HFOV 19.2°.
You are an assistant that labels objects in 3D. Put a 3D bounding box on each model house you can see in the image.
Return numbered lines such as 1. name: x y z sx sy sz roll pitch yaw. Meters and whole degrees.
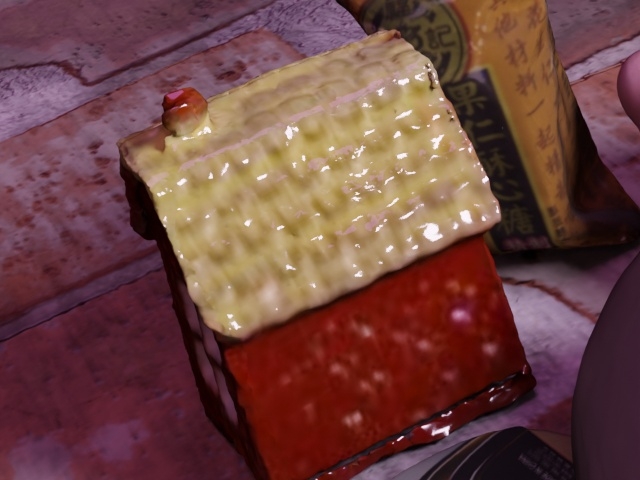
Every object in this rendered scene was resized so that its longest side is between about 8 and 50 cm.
1. model house: 0.000 0.000 1.140 0.196 0.254 0.160 -25 34 -10

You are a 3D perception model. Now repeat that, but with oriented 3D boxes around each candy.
1. candy: 0.106 -0.093 1.225 0.143 0.271 0.101 -6 44 26

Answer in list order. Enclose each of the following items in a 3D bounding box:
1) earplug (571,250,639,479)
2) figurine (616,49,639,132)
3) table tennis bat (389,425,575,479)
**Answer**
1. earplug: 0.261 0.168 0.667 0.312 0.313 0.394 -13 31 8
2. figurine: 0.282 -0.067 1.182 0.173 0.173 0.173 -13 31 8
3. table tennis bat: 0.133 0.148 1.057 0.301 0.022 0.173 -30 34 -16
